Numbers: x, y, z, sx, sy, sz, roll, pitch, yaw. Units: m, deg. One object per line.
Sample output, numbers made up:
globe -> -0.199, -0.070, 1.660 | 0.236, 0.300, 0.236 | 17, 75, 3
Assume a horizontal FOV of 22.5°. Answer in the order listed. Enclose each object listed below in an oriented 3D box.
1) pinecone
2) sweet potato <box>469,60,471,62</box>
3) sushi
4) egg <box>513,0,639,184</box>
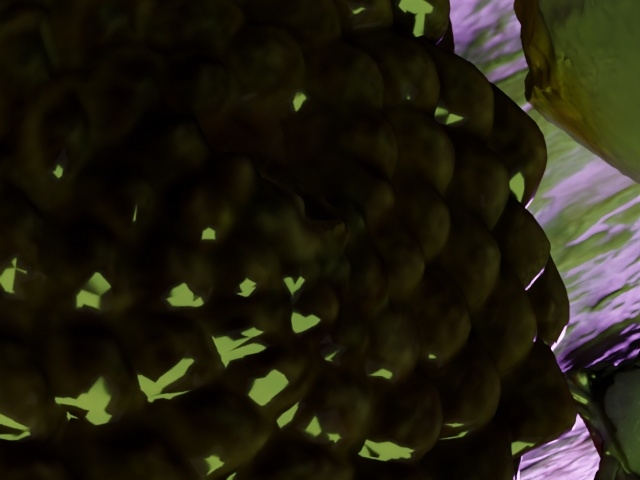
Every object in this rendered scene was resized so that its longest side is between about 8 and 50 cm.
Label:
pinecone -> -0.103, 0.032, 0.664 | 0.384, 0.384, 0.384 | -16, 149, -10
sweet potato -> 0.000, 0.000, 0.932 | 0.274, 0.067, 0.067 | -42, 144, 20
sushi -> 0.337, 0.126, 1.277 | 0.332, 0.124, 0.130 | -15, 159, -13
egg -> 0.202, -0.119, 0.583 | 0.337, 0.337, 0.201 | -50, 175, 38
